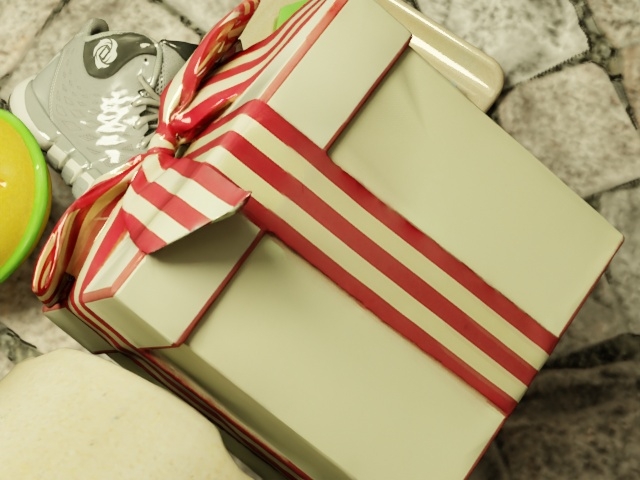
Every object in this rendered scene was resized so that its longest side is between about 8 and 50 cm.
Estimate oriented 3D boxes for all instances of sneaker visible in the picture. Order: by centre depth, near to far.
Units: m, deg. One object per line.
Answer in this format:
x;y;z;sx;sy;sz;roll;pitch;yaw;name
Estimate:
-0.113;-0.071;1.030;0.228;0.086;0.132;46;104;17;sneaker

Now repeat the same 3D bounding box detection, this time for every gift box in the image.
0.000;0.000;0.883;0.258;0.276;0.255;39;68;-11;gift box

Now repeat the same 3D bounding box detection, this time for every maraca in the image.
-0.261;-0.014;1.027;0.186;0.099;0.127;-38;66;21;maraca

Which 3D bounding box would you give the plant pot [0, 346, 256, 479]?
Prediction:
-0.170;0.243;0.838;0.334;0.334;0.305;31;62;13;plant pot

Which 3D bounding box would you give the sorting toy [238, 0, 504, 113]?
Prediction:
0.003;-0.099;1.083;0.193;0.038;0.208;35;75;14;sorting toy
